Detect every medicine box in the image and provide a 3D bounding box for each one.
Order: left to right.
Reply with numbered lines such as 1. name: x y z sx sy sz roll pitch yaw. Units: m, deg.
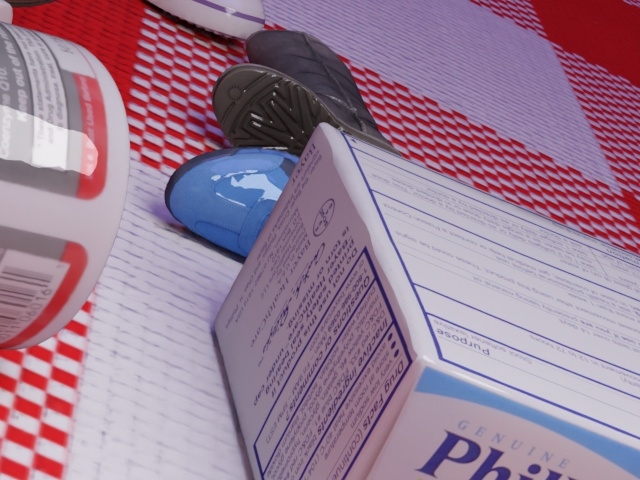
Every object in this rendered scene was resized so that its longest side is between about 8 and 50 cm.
1. medicine box: 0.103 0.095 1.073 0.263 0.149 0.289 22 21 -19

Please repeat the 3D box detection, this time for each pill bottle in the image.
1. pill bottle: -0.246 -0.047 0.926 0.283 0.161 0.161 13 24 -38

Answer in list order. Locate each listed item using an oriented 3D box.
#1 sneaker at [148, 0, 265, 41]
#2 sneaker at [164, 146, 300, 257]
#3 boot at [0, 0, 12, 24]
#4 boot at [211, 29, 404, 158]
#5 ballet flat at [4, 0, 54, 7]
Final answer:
1. sneaker: -0.119 -0.296 1.740 0.102 0.161 0.282 9 29 -48
2. sneaker: 0.000 0.000 1.295 0.209 0.069 0.082 19 25 -27
3. boot: -0.272 -0.141 1.292 0.086 0.069 0.190 24 10 7
4. boot: -0.023 -0.118 1.550 0.189 0.076 0.208 34 21 -31
5. ballet flat: -0.306 -0.235 1.409 0.280 0.095 0.096 16 0 -20
